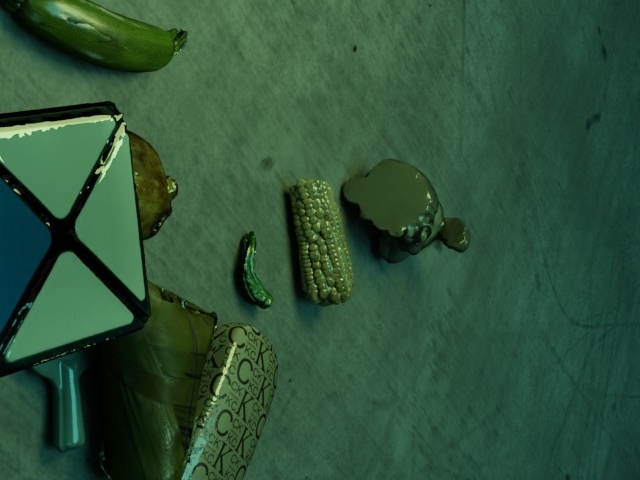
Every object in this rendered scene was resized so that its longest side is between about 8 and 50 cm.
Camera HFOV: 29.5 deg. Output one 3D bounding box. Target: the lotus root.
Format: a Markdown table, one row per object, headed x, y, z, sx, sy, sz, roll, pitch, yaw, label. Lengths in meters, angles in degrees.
| x | y | z | sx | sy | sz | roll | pitch | yaw | label |
| --- | --- | --- | --- | --- | --- | --- | --- | --- | --- |
| -0.261 | -0.068 | 1.472 | 0.260 | 0.128 | 0.145 | 12 | 71 | -57 | lotus root |

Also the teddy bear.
| x | y | z | sx | sy | sz | roll | pitch | yaw | label |
| --- | --- | --- | --- | --- | --- | --- | --- | --- | --- |
| 0.159 | -0.026 | 2.081 | 0.144 | 0.171 | 0.251 | -59 | 147 | -7 | teddy bear |

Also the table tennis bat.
| x | y | z | sx | sy | sz | roll | pitch | yaw | label |
| --- | --- | --- | --- | --- | --- | --- | --- | --- | --- |
| -0.313 | 0.135 | 1.484 | 0.153 | 0.040 | 0.244 | -7 | 94 | -60 | table tennis bat |

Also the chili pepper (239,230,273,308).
| x | y | z | sx | sy | sz | roll | pitch | yaw | label |
| --- | --- | --- | --- | --- | --- | --- | --- | --- | --- |
| -0.104 | 0.048 | 1.801 | 0.055 | 0.035 | 0.118 | -30 | 107 | -66 | chili pepper |

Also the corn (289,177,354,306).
| x | y | z | sx | sy | sz | roll | pitch | yaw | label |
| --- | --- | --- | --- | --- | --- | --- | --- | --- | --- |
| 0.000 | 0.000 | 1.912 | 0.087 | 0.087 | 0.211 | -21 | 105 | -54 | corn |

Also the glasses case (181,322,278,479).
| x | y | z | sx | sy | sz | roll | pitch | yaw | label |
| --- | --- | --- | --- | --- | --- | --- | --- | --- | --- |
| -0.154 | 0.280 | 1.683 | 0.137 | 0.085 | 0.355 | 51 | 51 | -42 | glasses case |

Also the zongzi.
| x | y | z | sx | sy | sz | roll | pitch | yaw | label |
| --- | --- | --- | --- | --- | --- | --- | --- | --- | --- |
| -0.232 | 0.173 | 1.481 | 0.289 | 0.123 | 0.260 | 45 | 53 | -70 | zongzi |

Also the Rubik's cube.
| x | y | z | sx | sy | sz | roll | pitch | yaw | label |
| --- | --- | --- | --- | --- | --- | --- | --- | --- | --- |
| -0.348 | -0.003 | 1.237 | 0.246 | 0.248 | 0.250 | -18 | 105 | -54 | Rubik's cube |

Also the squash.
| x | y | z | sx | sy | sz | roll | pitch | yaw | label |
| --- | --- | --- | --- | --- | --- | --- | --- | --- | --- |
| -0.267 | -0.256 | 1.503 | 0.318 | 0.071 | 0.080 | 7 | 84 | -56 | squash |
